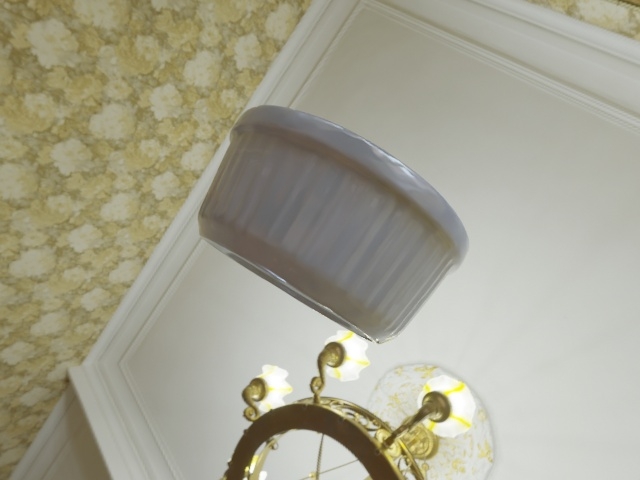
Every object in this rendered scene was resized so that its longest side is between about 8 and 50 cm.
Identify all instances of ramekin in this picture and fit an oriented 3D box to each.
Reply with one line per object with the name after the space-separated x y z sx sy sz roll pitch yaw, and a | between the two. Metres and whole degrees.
0.000 0.000 0.429 0.273 0.273 0.127 24 -103 32 | ramekin
